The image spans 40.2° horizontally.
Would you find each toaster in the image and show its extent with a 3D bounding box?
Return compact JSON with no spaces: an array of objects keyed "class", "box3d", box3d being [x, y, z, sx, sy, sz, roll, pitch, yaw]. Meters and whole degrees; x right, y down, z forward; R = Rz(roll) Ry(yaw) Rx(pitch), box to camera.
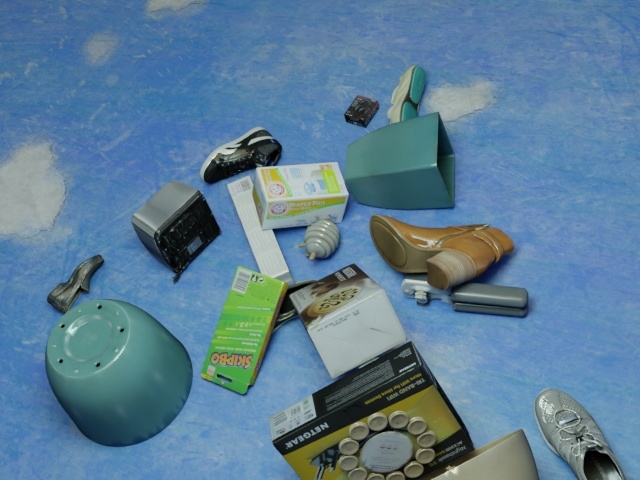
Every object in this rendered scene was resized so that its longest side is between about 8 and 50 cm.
[{"class":"toaster","box3d":[-0.348,-0.027,2.100,0.110,0.168,0.185,30,66,33]}]

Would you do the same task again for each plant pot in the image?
[{"class":"plant pot","box3d":[0.276,0.483,1.541,0.284,0.284,0.191,-26,76,-4]},{"class":"plant pot","box3d":[0.184,-0.175,2.072,0.234,0.165,0.166,-7,54,20]},{"class":"plant pot","box3d":[-0.453,0.263,1.880,0.293,0.235,0.293,-7,55,10]}]

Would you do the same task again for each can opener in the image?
[{"class":"can opener","box3d":[0.309,0.107,1.890,0.280,0.074,0.093,8,58,19]}]

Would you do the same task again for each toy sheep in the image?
[{"class":"toy sheep","box3d":[0.000,0.000,2.041,0.091,0.091,0.132,9,53,20]}]

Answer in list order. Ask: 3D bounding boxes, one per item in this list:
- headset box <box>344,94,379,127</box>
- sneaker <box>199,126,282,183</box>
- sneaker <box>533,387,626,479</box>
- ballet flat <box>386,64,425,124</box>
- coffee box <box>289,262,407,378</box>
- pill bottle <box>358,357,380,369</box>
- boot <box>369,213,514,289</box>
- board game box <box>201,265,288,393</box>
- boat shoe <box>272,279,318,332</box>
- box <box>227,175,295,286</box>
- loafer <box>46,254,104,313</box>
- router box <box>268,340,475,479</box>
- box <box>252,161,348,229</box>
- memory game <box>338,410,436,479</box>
[{"class":"headset box","box3d":[0.110,-0.340,2.281,0.062,0.032,0.083,22,65,27]},{"class":"sneaker","box3d":[-0.195,-0.201,2.233,0.217,0.079,0.121,-38,54,-15]},{"class":"sneaker","box3d":[0.497,0.383,1.623,0.105,0.115,0.281,-28,54,-5]},{"class":"ballet flat","box3d":[0.213,-0.342,2.237,0.086,0.086,0.248,6,56,18]},{"class":"coffee box","box3d":[0.049,0.156,1.796,0.168,0.119,0.297,-27,12,-3]},{"class":"pill bottle","box3d":[0.123,0.306,1.731,0.103,0.184,0.103,-7,54,9]},{"class":"boot","box3d":[0.266,-0.007,1.940,0.220,0.109,0.283,-25,36,-32]},{"class":"board game box","box3d":[-0.169,0.198,1.925,0.124,0.039,0.259,18,84,25]},{"class":"boat shoe","box3d":[-0.096,0.150,1.968,0.228,0.068,0.081,-23,54,-2]},{"class":"box","box3d":[-0.147,-0.019,2.103,0.067,0.063,0.324,-24,53,-2]},{"class":"loafer","box3d":[-0.588,0.107,2.141,0.061,0.062,0.170,40,75,10]},{"class":"router box","box3d":[0.096,0.359,1.626,0.309,0.243,0.081,-30,29,8]},{"class":"box","box3d":[-0.050,-0.107,2.076,0.203,0.103,0.114,-5,51,-16]},{"class":"memory game","box3d":[0.122,0.382,1.588,0.186,0.186,0.012,-19,30,1]}]
